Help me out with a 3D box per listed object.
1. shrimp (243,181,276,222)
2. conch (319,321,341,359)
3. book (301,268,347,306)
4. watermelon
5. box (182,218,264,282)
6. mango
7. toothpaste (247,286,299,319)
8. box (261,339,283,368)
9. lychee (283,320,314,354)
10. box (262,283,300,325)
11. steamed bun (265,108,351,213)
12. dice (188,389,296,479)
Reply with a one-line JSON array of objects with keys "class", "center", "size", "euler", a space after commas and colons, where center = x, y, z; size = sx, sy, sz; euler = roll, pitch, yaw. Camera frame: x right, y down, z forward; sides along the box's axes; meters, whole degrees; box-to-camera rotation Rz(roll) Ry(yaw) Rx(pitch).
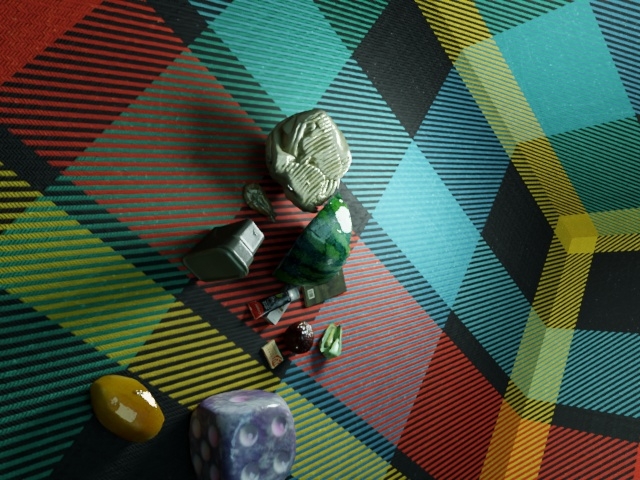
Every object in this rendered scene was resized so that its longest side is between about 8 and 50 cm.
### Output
[{"class": "shrimp", "center": [-0.227, -0.140, 1.854], "size": [0.184, 0.043, 0.091], "euler": [49, 65, -18]}, {"class": "conch", "center": [0.042, 0.411, 2.011], "size": [0.106, 0.079, 0.170], "euler": [42, 46, -37]}, {"class": "book", "center": [0.013, 0.171, 2.035], "size": [0.228, 0.024, 0.160], "euler": [-16, 97, -40]}, {"class": "watermelon", "center": [0.013, 0.029, 1.868], "size": [0.222, 0.292, 0.319], "euler": [41, 43, -6]}, {"class": "box", "center": [-0.316, 0.029, 1.615], "size": [0.138, 0.274, 0.178], "euler": [53, 50, -25]}, {"class": "mango", "center": [-0.575, 0.495, 1.438], "size": [0.252, 0.126, 0.154], "euler": [52, 45, -23]}, {"class": "toothpaste", "center": [-0.173, 0.233, 1.817], "size": [0.194, 0.045, 0.071], "euler": [-19, 65, -20]}, {"class": "box", "center": [-0.183, 0.434, 1.849], "size": [0.058, 0.015, 0.093], "euler": [-34, 107, -39]}, {"class": "lychee", "center": [-0.078, 0.373, 1.880], "size": [0.129, 0.123, 0.123], "euler": [-44, 114, -44]}, {"class": "box", "center": [-0.144, 0.228, 1.886], "size": [0.055, 0.040, 0.218], "euler": [48, 58, -24]}, {"class": "steamed bun", "center": [-0.075, -0.310, 1.868], "size": [0.347, 0.237, 0.394], "euler": [0, 107, -28]}, {"class": "dice", "center": [-0.257, 0.656, 1.597], "size": [0.270, 0.270, 0.271], "euler": [0, 87, -40]}]
